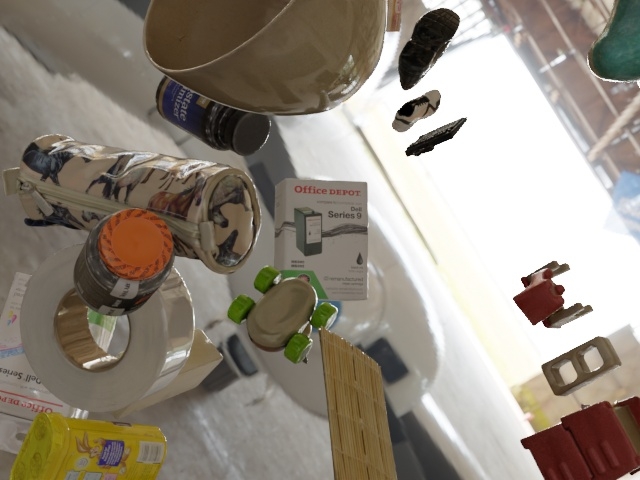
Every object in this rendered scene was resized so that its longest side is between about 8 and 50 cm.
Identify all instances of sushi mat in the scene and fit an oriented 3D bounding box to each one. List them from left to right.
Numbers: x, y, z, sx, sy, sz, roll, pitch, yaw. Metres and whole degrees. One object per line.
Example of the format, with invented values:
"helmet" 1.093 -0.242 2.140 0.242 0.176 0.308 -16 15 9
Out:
"sushi mat" 0.057 0.274 1.294 0.151 0.019 0.316 37 29 -32

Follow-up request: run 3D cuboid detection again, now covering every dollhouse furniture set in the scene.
"dollhouse furniture set" 0.392 0.220 1.450 0.201 0.152 0.374 13 48 -55

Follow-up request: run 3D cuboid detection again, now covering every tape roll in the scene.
"tape roll" -0.361 0.140 1.501 0.286 0.286 0.100 59 19 6

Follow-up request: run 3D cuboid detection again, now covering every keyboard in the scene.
"keyboard" 0.261 -0.237 2.079 0.023 0.108 0.180 47 -28 -14

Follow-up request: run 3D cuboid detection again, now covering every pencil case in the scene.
"pencil case" -0.286 -0.062 1.379 0.183 0.411 0.159 -37 132 -51

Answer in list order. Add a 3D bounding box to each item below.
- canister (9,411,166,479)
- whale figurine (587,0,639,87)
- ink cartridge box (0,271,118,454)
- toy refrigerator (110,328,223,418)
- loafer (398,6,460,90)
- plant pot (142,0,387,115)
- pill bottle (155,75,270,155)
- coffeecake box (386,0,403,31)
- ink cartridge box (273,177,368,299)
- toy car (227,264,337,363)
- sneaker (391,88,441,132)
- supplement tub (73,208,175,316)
"canister" -0.301 0.293 1.168 0.170 0.126 0.073 17 16 -40
"whale figurine" 0.343 -0.126 0.703 0.272 0.216 0.141 26 -6 -24
"ink cartridge box" -0.565 0.264 1.816 0.119 0.207 0.353 82 21 -74
"toy refrigerator" -0.319 0.255 1.760 0.094 0.102 0.269 49 23 14
"loafer" 0.164 -0.300 1.382 0.062 0.170 0.061 32 -33 11
"plant pot" -0.034 -0.252 1.016 0.191 0.284 0.284 40 18 -40
"pill bottle" -0.202 -0.244 1.687 0.219 0.122 0.123 31 -9 34
"coffeecake box" 0.027 -0.396 1.511 0.142 0.186 0.068 24 -63 40
"ink cartridge box" 0.000 0.000 2.141 0.121 0.211 0.289 158 -67 -75
"toy car" -0.069 0.164 1.627 0.155 0.149 0.188 32 -28 17
"sneaker" 0.166 -0.225 1.503 0.040 0.109 0.043 42 -22 20
"supplement tub" -0.264 0.029 1.198 0.117 0.117 0.190 59 -27 3
